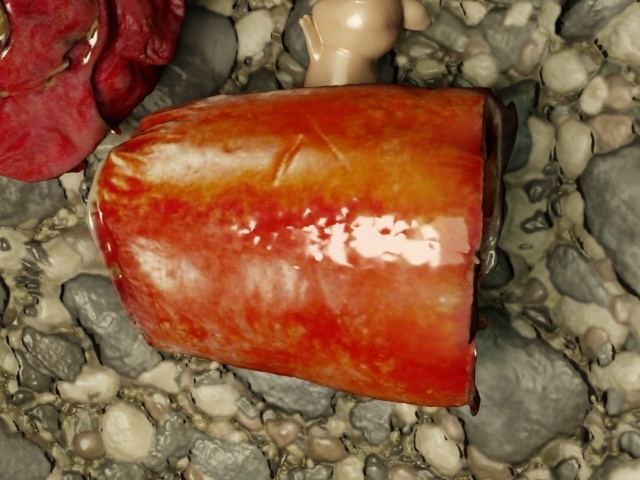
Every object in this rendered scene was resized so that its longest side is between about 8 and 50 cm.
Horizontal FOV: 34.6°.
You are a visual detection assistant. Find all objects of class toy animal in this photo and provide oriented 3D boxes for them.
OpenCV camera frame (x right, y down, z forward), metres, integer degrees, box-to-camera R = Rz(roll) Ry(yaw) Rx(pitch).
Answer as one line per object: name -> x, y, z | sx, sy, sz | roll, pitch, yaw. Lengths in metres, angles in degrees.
toy animal -> 0.031, -0.156, 0.869 | 0.089, 0.083, 0.150 | 24, 114, 20

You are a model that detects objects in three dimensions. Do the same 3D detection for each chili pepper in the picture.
chili pepper -> 0.000, 0.000, 0.838 | 0.306, 0.229, 0.251 | 5, 133, 21

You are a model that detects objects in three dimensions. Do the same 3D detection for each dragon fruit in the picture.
dragon fruit -> -0.270, -0.196, 0.792 | 0.329, 0.329, 0.329 | 1, 94, 9
